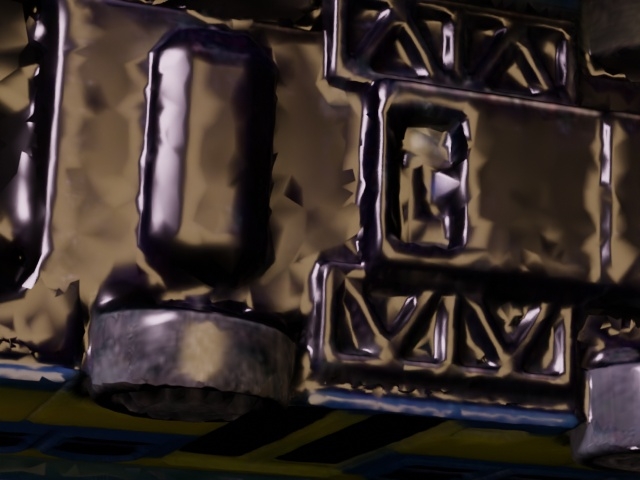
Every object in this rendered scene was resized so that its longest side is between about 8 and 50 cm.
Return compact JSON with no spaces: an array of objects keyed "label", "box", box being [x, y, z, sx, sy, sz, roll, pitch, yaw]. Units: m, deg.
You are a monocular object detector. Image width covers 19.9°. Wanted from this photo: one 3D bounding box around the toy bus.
[{"label":"toy bus","box":[0.000,0.000,0.532,0.287,0.175,0.138,7,75,-17]}]
